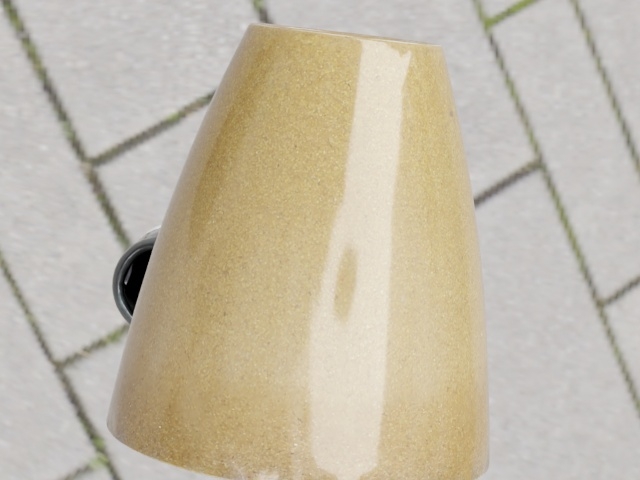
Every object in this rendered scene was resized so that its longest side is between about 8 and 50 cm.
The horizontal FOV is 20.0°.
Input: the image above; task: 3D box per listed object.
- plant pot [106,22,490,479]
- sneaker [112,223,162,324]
[{"bbox_3d":[0.000,0.000,1.106,0.237,0.237,0.254,3,97,-28],"label":"plant pot"},{"bbox_3d":[-0.030,0.040,1.447,0.296,0.147,0.104,2,102,14],"label":"sneaker"}]
